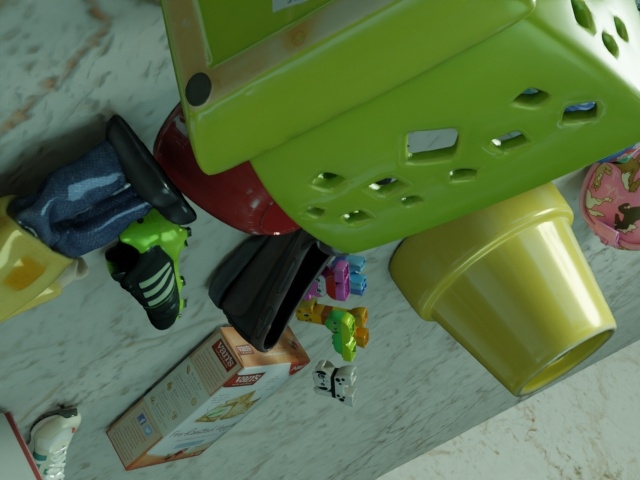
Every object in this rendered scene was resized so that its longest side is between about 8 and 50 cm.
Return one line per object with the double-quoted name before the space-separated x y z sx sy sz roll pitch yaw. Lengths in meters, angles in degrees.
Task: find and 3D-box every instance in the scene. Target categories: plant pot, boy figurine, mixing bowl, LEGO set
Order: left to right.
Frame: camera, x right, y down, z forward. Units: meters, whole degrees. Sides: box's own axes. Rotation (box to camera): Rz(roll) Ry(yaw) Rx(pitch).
"boy figurine" -0.241 0.018 0.790 0.285 0.092 0.177 -35 162 -4
"mixing bowl" -0.036 -0.069 0.881 0.181 0.098 0.181 -29 160 -12
"LEGO set" 0.004 0.091 1.307 0.087 0.093 0.227 -60 153 -47
"plant pot" 0.033 -0.144 0.598 0.228 0.227 0.207 -24 158 27
"plant pot" 0.259 0.067 1.410 0.254 0.239 0.254 -28 158 -12

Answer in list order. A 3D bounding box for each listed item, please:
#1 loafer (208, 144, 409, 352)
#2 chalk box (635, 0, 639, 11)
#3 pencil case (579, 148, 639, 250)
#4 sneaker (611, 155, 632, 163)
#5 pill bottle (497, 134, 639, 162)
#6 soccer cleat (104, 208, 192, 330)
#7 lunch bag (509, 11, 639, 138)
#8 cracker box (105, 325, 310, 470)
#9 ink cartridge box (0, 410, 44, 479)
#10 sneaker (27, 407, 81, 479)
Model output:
"loafer" 0.000 0.000 1.085 0.109 0.095 0.302 -6 147 -50
"chalk box" 0.269 -0.309 0.685 0.180 0.179 0.289 -4 143 -51
"pencil case" 0.538 -0.062 1.651 0.160 0.167 0.386 -7 174 33
"sneaker" 0.372 -0.162 1.301 0.098 0.083 0.223 -61 173 -5
"pill bottle" 0.257 -0.142 1.105 0.222 0.124 0.124 -7 147 -50
"soccer cleat" -0.163 0.028 0.979 0.072 0.060 0.179 -15 147 -19
"lunch bag" 0.233 -0.170 0.936 0.219 0.176 0.090 -19 155 -32
"cracker box" -0.144 0.201 1.361 0.232 0.067 0.156 -43 158 22
"ink cartridge box" -0.389 0.344 1.138 0.114 0.197 0.273 -11 150 -45
"sneaker" -0.314 0.261 1.233 0.057 0.075 0.161 -7 147 -50
